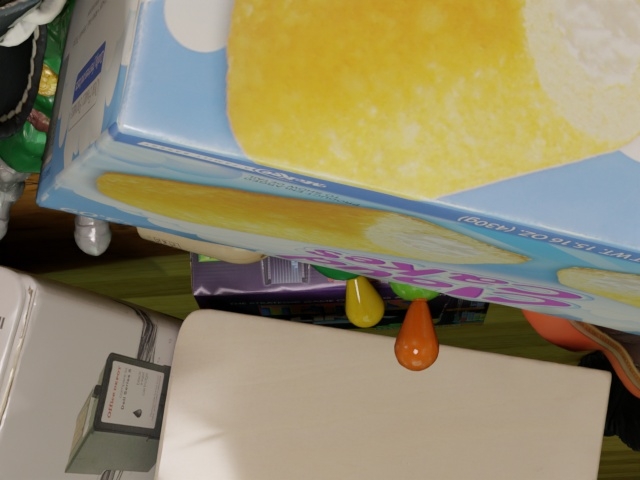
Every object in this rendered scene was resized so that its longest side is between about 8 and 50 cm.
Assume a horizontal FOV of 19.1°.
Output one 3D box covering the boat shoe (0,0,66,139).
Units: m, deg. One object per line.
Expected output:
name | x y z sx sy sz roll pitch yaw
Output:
boat shoe | -0.103 -0.085 0.460 0.091 0.114 0.302 2 169 7

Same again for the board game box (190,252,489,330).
board game box | 0.014 0.020 1.105 0.170 0.048 0.141 -3 169 2

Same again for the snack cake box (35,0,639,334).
snack cake box | 0.069 -0.030 0.501 0.264 0.089 0.152 12 171 -13

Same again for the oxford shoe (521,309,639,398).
oxford shoe | 0.210 0.034 1.103 0.098 0.097 0.271 -16 162 29

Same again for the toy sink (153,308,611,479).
toy sink | 0.025 0.127 1.056 0.234 0.153 0.131 8 177 -5

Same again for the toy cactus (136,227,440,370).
toy cactus | 0.000 0.000 0.930 0.180 0.112 0.219 5 180 15

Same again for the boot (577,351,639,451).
boot | 0.334 0.127 1.528 0.207 0.094 0.246 3 174 -9

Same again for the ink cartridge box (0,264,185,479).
ink cartridge box | -0.178 0.072 1.030 0.198 0.115 0.273 13 175 25

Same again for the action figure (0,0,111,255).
action figure | -0.102 -0.048 0.759 0.137 0.063 0.232 3 163 -11
